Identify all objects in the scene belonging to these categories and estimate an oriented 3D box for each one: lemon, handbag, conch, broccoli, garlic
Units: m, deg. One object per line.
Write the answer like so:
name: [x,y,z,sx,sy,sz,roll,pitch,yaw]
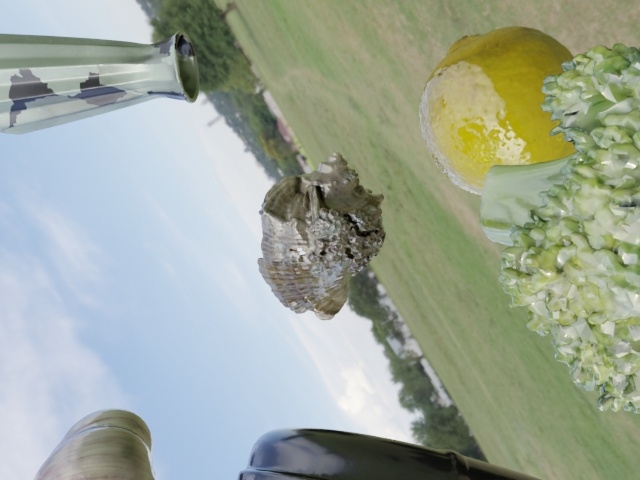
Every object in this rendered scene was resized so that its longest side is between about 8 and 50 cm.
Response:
lemon: [0.301,-0.207,0.980,0.293,0.293,0.293,58,-178,-3]
handbag: [0.075,0.234,0.505,0.308,0.093,0.254,24,154,-23]
conch: [0.000,0.000,0.830,0.163,0.178,0.245,-117,31,-72]
broccoli: [0.250,-0.009,0.443,0.260,0.288,0.235,13,176,16]
garlic: [-0.356,0.362,0.824,0.245,0.253,0.245,-177,90,-74]

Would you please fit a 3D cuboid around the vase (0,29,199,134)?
vase: [-0.390,-0.267,0.977,0.165,0.360,0.165,-4,-90,-85]
